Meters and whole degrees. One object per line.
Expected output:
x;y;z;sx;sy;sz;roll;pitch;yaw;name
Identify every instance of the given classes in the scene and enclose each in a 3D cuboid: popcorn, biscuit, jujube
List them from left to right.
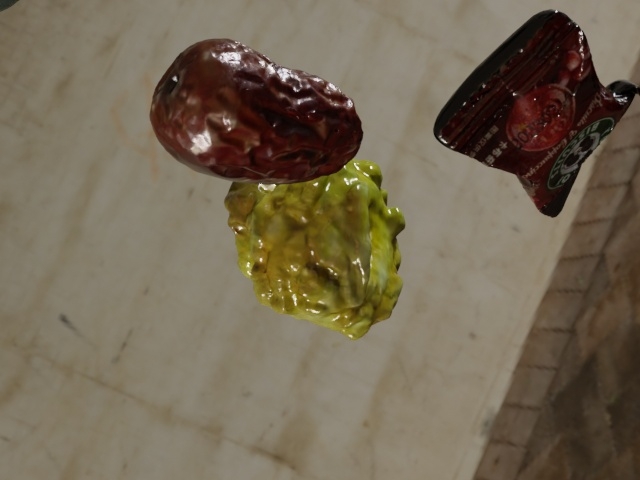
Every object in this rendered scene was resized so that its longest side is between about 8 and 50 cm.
-0.033;-0.068;0.611;0.077;0.129;0.077;-10;76;47;jujube
-0.003;0.003;1.049;0.156;0.197;0.197;-20;31;19;popcorn
0.210;-0.109;0.983;0.151;0.235;0.063;-48;58;13;biscuit

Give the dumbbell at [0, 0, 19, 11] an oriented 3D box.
-0.468;-0.397;1.360;0.406;0.179;0.179;39;104;51;dumbbell
